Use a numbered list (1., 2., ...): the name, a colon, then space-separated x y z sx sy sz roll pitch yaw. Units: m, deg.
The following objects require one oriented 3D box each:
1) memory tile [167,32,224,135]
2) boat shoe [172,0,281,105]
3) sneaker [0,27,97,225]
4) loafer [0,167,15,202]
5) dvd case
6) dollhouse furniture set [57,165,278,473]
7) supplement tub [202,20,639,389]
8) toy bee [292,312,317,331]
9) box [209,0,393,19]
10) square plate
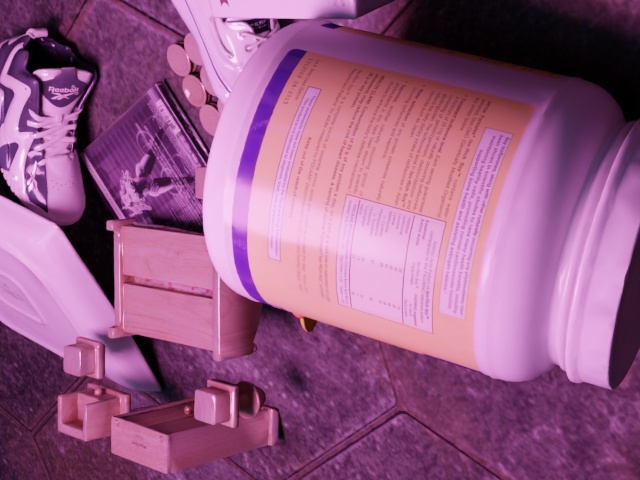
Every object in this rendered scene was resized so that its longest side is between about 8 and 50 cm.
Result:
1. memory tile: -0.102 -0.155 1.360 0.113 0.012 0.148 -23 98 51
2. boat shoe: -0.077 -0.198 1.248 0.226 0.083 0.076 54 142 6
3. sneaker: -0.316 -0.142 1.514 0.153 0.094 0.235 -26 76 54
4. loafer: -0.460 -0.160 1.657 0.112 0.111 0.319 -112 2 -50
5. dvd case: -0.194 -0.071 1.508 0.221 0.018 0.164 -31 92 50
6. dollhouse furniture set: -0.158 0.072 1.524 0.303 0.173 0.356 8 100 42
7. supplement tub: 0.101 -0.028 1.021 0.331 0.241 0.241 17 127 22
8. toy bee: 0.000 0.000 1.237 0.298 0.162 0.195 -5 111 49
9. box: -0.015 -0.290 1.095 0.182 0.119 0.181 11 122 42
10. square plate: -0.395 0.050 1.683 0.347 0.049 0.344 22 151 34
